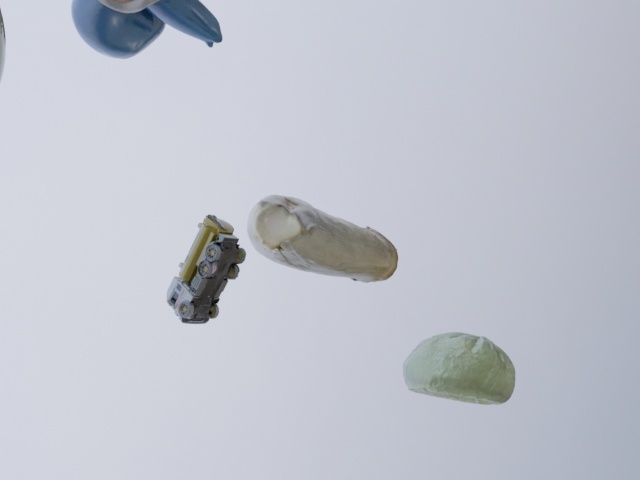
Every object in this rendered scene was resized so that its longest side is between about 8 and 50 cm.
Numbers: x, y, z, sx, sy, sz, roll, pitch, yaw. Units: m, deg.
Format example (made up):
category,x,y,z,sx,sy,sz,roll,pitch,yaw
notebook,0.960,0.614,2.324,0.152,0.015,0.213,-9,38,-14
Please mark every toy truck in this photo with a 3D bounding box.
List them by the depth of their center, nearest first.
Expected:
category,x,y,z,sx,sy,sz,roll,pitch,yaw
toy truck,-0.137,0.035,1.143,0.052,0.063,0.123,8,-65,-50

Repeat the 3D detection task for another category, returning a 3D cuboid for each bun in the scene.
category,x,y,z,sx,sy,sz,roll,pitch,yaw
bun,0.241,0.220,1.690,0.195,0.195,0.118,27,-114,-57

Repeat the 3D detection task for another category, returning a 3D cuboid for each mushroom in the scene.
category,x,y,z,sx,sy,sz,roll,pitch,yaw
mushroom,0.000,0.000,1.350,0.351,0.122,0.095,15,-93,-61

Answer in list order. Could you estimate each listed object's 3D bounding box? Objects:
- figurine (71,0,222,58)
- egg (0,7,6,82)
category,x,y,z,sx,sy,sz,roll,pitch,yaw
figurine,-0.231,-0.442,1.414,0.243,0.298,0.416,-28,-21,-32
egg,-0.387,-0.199,0.951,0.151,0.151,0.209,-41,-32,-41
